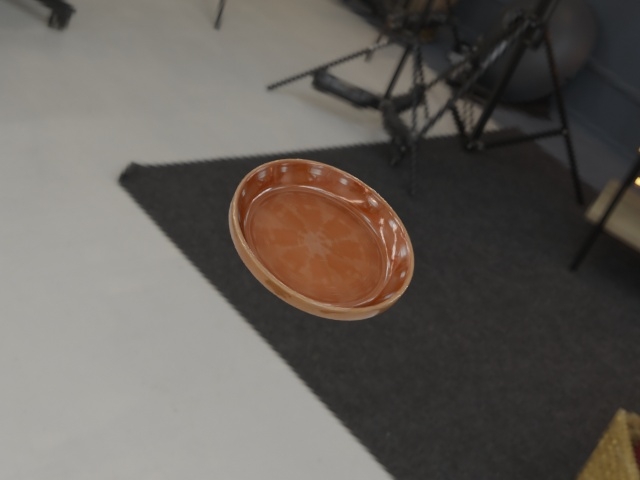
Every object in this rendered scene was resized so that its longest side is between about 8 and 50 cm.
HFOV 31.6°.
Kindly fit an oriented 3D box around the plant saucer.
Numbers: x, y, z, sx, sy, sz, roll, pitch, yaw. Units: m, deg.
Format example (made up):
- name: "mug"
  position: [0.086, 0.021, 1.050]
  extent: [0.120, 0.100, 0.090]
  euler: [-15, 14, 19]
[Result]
- name: "plant saucer"
  position: [0.000, 0.000, 0.483]
  extent: [0.083, 0.013, 0.083]
  euler: [16, 44, -16]
